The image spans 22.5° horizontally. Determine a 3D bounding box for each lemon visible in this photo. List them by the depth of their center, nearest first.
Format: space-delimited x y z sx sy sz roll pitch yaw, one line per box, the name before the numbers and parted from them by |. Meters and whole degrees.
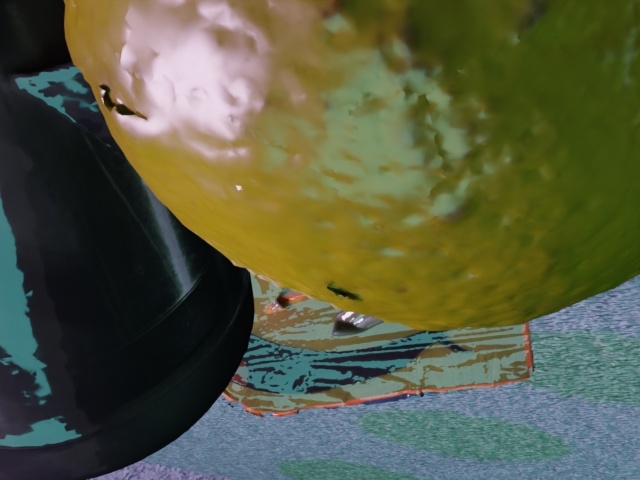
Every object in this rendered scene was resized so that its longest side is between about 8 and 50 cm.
lemon | 0.038 -0.096 0.589 0.253 0.253 0.310 -7 158 40

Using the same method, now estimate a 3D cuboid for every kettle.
kettle | -0.197 -0.075 0.856 0.321 0.228 0.324 28 145 30

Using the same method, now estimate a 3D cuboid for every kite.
kite | 0.000 0.002 1.051 0.377 0.013 0.327 29 127 -20

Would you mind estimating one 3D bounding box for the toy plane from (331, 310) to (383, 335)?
toy plane | 0.083 -0.029 0.949 0.256 0.104 0.242 7 128 -6
